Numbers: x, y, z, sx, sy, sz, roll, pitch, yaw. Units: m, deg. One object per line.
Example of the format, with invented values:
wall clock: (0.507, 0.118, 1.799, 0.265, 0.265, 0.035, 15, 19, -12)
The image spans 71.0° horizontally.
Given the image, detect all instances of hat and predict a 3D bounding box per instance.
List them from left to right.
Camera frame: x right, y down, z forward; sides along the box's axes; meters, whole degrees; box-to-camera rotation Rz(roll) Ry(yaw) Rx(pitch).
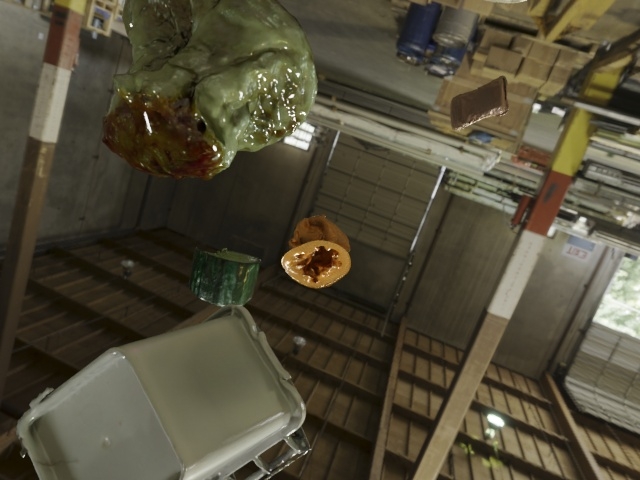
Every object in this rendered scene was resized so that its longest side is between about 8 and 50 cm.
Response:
hat: (0.000, 0.000, 1.543, 0.233, 0.244, 0.233, -3, -132, 13)

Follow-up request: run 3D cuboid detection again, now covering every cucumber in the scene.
cucumber: (-0.252, 0.090, 1.241, 0.191, 0.130, 0.191, 15, -166, -4)

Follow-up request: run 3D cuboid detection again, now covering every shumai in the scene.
shumai: (-0.232, -0.268, 0.792, 0.397, 0.324, 0.323, 25, -127, 4)

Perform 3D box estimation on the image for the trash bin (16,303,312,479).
trash bin: (-0.196, 0.272, 0.667, 0.296, 0.256, 0.367, 57, -173, 14)

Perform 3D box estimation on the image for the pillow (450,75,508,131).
pillow: (0.515, -0.445, 1.470, 0.034, 0.135, 0.211, 7, 168, -39)

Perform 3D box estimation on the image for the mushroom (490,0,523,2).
mushroom: (0.284, -0.469, 0.762, 0.247, 0.096, 0.108, 16, 154, 12)
